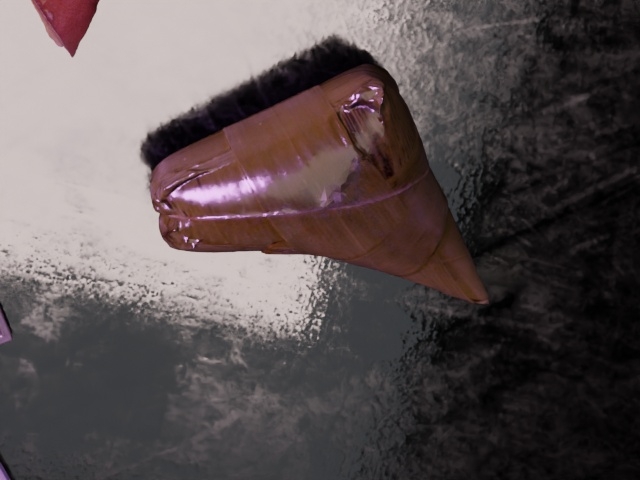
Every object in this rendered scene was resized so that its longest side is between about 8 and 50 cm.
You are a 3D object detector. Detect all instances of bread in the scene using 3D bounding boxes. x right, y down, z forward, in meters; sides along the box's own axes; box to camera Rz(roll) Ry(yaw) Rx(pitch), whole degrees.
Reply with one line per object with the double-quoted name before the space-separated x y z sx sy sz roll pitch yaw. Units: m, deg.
"bread" -0.248 -0.284 1.822 0.119 0.067 0.192 23 101 -15

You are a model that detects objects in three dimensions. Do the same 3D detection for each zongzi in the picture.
"zongzi" 0.000 0.000 1.911 0.273 0.145 0.300 -25 115 3

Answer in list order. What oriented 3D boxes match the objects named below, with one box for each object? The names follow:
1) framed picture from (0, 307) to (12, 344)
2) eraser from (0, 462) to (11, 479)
"framed picture" -0.438 0.021 1.908 0.184 0.016 0.250 -21 108 -2
"eraser" -0.380 0.257 1.981 0.103 0.023 0.150 -26 108 -1
